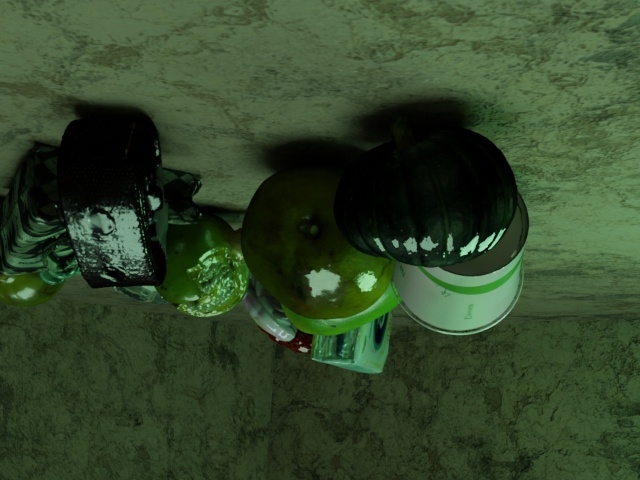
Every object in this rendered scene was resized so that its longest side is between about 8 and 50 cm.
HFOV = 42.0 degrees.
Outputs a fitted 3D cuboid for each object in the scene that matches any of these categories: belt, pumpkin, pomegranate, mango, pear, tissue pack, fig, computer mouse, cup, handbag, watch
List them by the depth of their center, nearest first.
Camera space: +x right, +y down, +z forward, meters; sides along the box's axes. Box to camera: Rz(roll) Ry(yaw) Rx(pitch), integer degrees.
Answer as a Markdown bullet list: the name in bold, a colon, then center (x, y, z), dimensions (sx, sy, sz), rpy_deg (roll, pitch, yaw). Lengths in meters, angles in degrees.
- **pumpkin**: center (0.138, -0.067, 1.140), dimensions (0.249, 0.216, 0.250), rpy_deg (-21, -170, 4)
- **belt**: center (-0.320, -0.051, 1.265), dimensions (0.164, 0.184, 0.289), rpy_deg (0, 132, 0)
- **pear**: center (0.000, 0.000, 1.357), dimensions (0.269, 0.269, 0.321), rpy_deg (3, 177, 3)
- **cup**: center (0.240, 0.010, 1.432), dimensions (0.253, 0.253, 0.274), rpy_deg (3, 160, 6)
- **handbag**: center (-0.427, -0.041, 1.579), dimensions (0.316, 0.180, 0.416), rpy_deg (1, 166, -28)
- **pomegranate**: center (-0.222, 0.032, 1.773), dimensions (0.301, 0.236, 0.236), rpy_deg (-29, 157, 17)
- **mango**: center (0.060, 0.086, 1.901), dimensions (0.382, 0.225, 0.201), rpy_deg (-29, 164, 38)
- **fig**: center (-0.699, 0.057, 2.011), dimensions (0.207, 0.207, 0.230), rpy_deg (-2, 173, 29)
- **computer mouse**: center (-0.420, 0.032, 2.039), dimensions (0.199, 0.115, 0.389), rpy_deg (22, 144, -13)
- **watch**: center (-0.094, 0.114, 2.154), dimensions (0.248, 0.217, 0.211), rpy_deg (46, -172, 26)
- **tissue pack**: center (0.100, 0.222, 2.367), dimensions (0.162, 0.287, 0.388), rpy_deg (7, 169, 15)

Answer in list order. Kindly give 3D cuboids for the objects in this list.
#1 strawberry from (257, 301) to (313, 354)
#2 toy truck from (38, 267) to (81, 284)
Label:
- **strawberry**: center (-0.077, 0.217, 2.523), dimensions (0.261, 0.258, 0.261), rpy_deg (-5, 174, 0)
- **toy truck**: center (-0.639, 0.005, 1.841), dimensions (0.278, 0.156, 0.155), rpy_deg (14, 165, -25)
